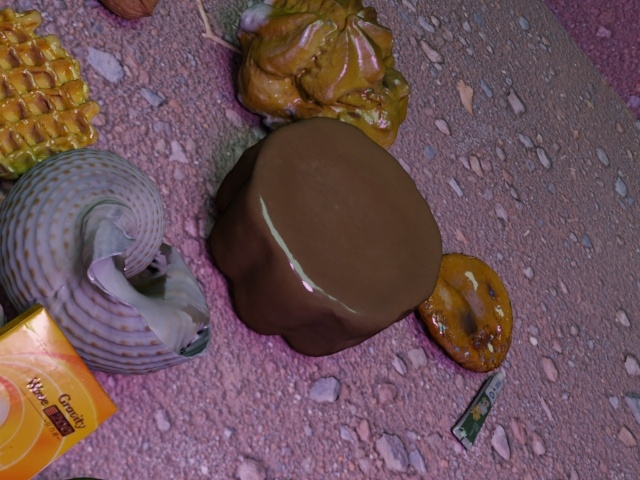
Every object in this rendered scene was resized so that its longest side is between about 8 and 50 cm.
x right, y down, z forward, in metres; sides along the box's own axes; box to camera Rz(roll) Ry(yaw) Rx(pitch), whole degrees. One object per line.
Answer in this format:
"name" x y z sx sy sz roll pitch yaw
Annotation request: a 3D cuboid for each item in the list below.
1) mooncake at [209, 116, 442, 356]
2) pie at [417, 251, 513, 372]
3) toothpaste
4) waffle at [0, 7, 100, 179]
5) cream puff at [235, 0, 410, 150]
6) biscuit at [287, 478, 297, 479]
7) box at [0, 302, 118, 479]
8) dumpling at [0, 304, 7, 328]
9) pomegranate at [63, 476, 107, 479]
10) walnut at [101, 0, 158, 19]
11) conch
"mooncake" 0.000 0.000 1.339 0.379 0.201 0.378 19 55 -29
"pie" 0.278 0.137 1.586 0.274 0.069 0.273 21 51 -29
"toothpaste" 0.298 0.305 1.520 0.049 0.031 0.204 50 43 -2
"waffle" -0.447 -0.216 1.165 0.283 0.065 0.309 24 46 -33
"cream puff" 0.029 -0.326 1.518 0.378 0.275 0.378 26 46 -30
"biscuit" -0.059 0.406 1.129 0.184 0.027 0.133 -13 74 -46
"box" -0.363 0.204 0.858 0.269 0.043 0.152 -38 113 -22
"dumpling" -0.404 0.139 0.907 0.127 0.108 0.187 59 40 -67
"pomegranate" -0.239 0.347 0.909 0.224 0.182 0.181 14 52 -63
"walnut" -0.326 -0.430 1.392 0.124 0.105 0.105 45 42 -10
"conch" -0.278 0.044 1.019 0.302 0.215 0.319 58 9 -16
